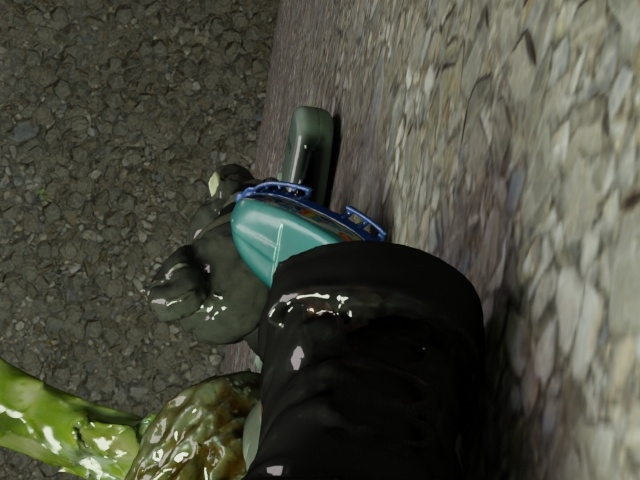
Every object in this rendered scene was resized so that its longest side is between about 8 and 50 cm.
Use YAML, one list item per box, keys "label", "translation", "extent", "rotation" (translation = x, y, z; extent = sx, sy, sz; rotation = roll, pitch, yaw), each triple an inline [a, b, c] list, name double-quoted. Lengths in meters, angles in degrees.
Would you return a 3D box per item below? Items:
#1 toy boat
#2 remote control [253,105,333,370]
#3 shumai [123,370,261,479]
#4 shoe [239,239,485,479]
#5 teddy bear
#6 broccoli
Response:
- label: "toy boat"
  translation: [0.000, 0.000, 0.826]
  extent: [0.175, 0.110, 0.091]
  rotation: [30, 120, 37]
- label: "remote control"
  translation: [-0.033, -0.004, 1.231]
  extent: [0.140, 0.056, 0.297]
  rotation: [-108, 27, -72]
- label: "shumai"
  translation: [-0.065, 0.243, 0.835]
  extent: [0.256, 0.189, 0.218]
  rotation: [-64, 28, 8]
- label: "shoe"
  translation: [0.025, 0.070, 0.458]
  extent: [0.291, 0.114, 0.137]
  rotation: [-99, 24, -80]
- label: "teddy bear"
  translation: [-0.044, 0.028, 0.954]
  extent: [0.144, 0.171, 0.251]
  rotation: [-47, 13, 10]
- label: "broccoli"
  translation: [-0.200, 0.214, 1.134]
  extent: [0.252, 0.361, 0.221]
  rotation: [-38, 21, 53]
